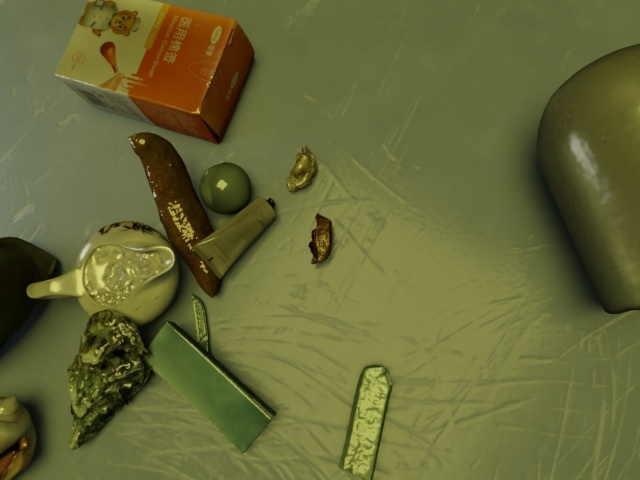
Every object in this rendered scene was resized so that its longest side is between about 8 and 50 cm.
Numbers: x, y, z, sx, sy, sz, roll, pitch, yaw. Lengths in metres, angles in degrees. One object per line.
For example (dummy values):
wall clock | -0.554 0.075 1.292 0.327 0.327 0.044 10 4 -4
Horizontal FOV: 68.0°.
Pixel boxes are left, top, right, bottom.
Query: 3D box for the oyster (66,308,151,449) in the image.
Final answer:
oyster | -0.416 0.250 0.891 0.252 0.087 0.199 -31 101 11

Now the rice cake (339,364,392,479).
rice cake | 0.083 0.324 0.849 0.064 0.069 0.206 13 82 7

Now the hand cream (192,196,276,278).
hand cream | -0.158 -0.018 0.938 0.186 0.054 0.087 -45 118 -20

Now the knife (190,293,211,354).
knife | -0.230 0.206 0.938 0.028 0.015 0.210 -14 76 9

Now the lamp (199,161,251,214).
lamp | -0.191 -0.105 0.955 0.105 0.105 0.105 -1 78 7

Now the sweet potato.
sweet potato | -0.275 -0.050 0.942 0.092 0.114 0.341 -21 103 -2

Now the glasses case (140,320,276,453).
glasses case | -0.208 0.267 0.896 0.266 0.056 0.105 40 105 8

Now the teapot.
teapot | -0.397 0.073 0.914 0.300 0.166 0.208 -16 93 2

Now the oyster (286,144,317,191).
oyster | -0.040 -0.145 0.990 0.083 0.038 0.080 -37 64 24

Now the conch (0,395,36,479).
conch | -0.634 0.390 0.910 0.158 0.127 0.255 37 108 -16

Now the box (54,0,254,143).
box | -0.341 -0.370 1.014 0.342 0.143 0.224 18 81 9

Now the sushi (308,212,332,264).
sushi | 0.000 0.000 0.935 0.047 0.050 0.099 2 72 2

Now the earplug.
earplug | 0.537 -0.115 0.762 0.313 0.312 0.393 -19 76 3

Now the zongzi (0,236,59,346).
zongzi | -0.694 0.164 0.833 0.174 0.356 0.392 35 86 3
